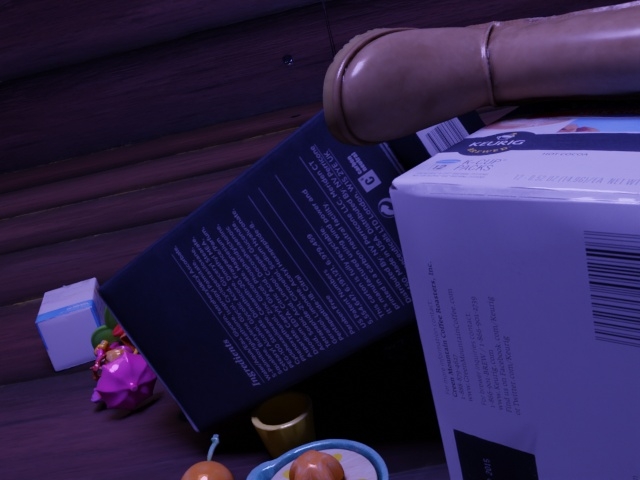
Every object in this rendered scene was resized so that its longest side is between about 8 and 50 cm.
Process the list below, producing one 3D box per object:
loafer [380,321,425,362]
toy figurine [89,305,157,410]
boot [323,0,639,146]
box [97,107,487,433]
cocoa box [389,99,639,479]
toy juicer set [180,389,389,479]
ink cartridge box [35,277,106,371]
[{"bbox_3d":[0.093,0.091,0.991,0.078,0.076,0.223,-8,25,-4],"label":"loafer"},{"bbox_3d":[-0.277,0.171,1.015,0.173,0.130,0.159,-30,25,21],"label":"toy figurine"},{"bbox_3d":[0.168,-0.131,0.531,0.269,0.089,0.236,8,30,46],"label":"boot"},{"bbox_3d":[0.000,0.000,0.841,0.395,0.212,0.293,-34,3,31],"label":"box"},{"bbox_3d":[0.235,0.078,0.562,0.231,0.347,0.228,7,29,44],"label":"cocoa box"},{"bbox_3d":[-0.030,0.251,0.660,0.209,0.090,0.329,-25,24,-24],"label":"toy juicer set"},{"bbox_3d":[-0.398,0.130,1.188,0.089,0.092,0.143,-17,22,-7],"label":"ink cartridge box"}]
